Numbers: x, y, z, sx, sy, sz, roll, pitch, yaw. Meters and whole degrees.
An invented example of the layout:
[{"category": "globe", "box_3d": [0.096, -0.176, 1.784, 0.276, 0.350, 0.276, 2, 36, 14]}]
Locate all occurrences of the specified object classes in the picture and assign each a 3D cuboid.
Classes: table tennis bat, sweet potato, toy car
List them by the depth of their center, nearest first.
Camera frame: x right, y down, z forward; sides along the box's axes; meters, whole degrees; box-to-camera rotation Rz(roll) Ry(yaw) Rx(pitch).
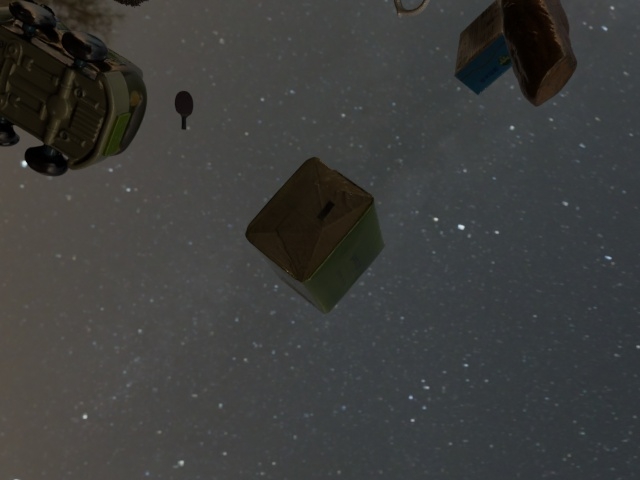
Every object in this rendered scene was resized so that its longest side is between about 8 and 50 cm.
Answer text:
[{"category": "toy car", "box_3d": [-0.357, -0.222, 1.027, 0.248, 0.198, 0.204, 31, -65, 5]}, {"category": "sweet potato", "box_3d": [0.312, -0.310, 1.048, 0.097, 0.097, 0.251, -31, -128, 43]}, {"category": "table tennis bat", "box_3d": [-0.295, -0.281, 1.559, 0.007, 0.050, 0.083, 6, -84, 38]}]

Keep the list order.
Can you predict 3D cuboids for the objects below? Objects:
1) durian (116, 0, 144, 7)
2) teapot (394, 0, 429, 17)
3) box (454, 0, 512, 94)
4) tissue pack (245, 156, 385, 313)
[{"category": "durian", "box_3d": [-0.296, -0.450, 1.196, 0.071, 0.110, 0.140, 31, -60, 22]}, {"category": "teapot", "box_3d": [0.227, -0.750, 1.935, 0.166, 0.208, 0.299, -10, -99, 15]}, {"category": "box", "box_3d": [0.364, -0.421, 1.539, 0.139, 0.073, 0.194, -40, -157, 39]}, {"category": "tissue pack", "box_3d": [0.000, 0.000, 1.381, 0.167, 0.274, 0.200, 37, -98, 17]}]
